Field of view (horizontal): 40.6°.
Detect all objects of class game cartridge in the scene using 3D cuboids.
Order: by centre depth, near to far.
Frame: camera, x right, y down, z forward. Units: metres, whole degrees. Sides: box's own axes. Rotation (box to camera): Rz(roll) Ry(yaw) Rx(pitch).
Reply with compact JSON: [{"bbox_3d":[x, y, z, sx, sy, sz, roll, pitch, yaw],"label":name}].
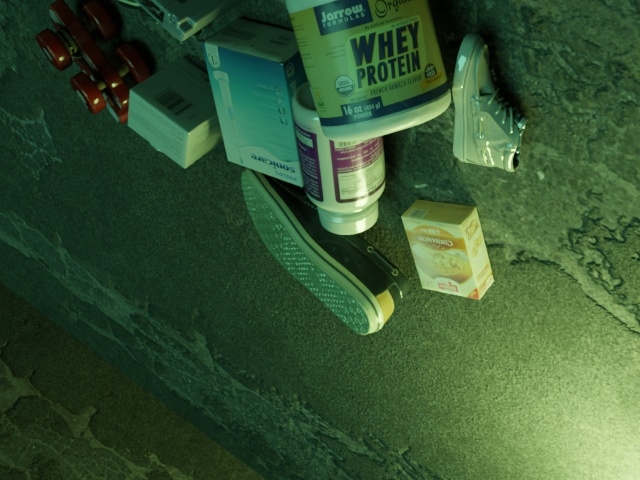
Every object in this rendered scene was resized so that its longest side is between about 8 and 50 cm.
[{"bbox_3d":[-0.301,-0.536,1.684,0.297,0.198,0.062,44,145,6],"label":"game cartridge"}]

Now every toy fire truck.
[{"bbox_3d":[-0.560,-0.432,2.119,0.302,0.169,0.254,53,164,-7],"label":"toy fire truck"}]

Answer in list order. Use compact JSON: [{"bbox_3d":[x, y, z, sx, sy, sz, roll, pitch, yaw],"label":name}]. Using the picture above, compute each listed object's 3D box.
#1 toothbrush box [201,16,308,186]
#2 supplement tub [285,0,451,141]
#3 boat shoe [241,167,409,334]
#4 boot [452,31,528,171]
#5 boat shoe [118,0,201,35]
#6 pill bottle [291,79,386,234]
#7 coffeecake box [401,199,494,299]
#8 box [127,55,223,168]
[{"bbox_3d":[-0.103,-0.284,1.789,0.216,0.126,0.296,21,137,32],"label":"toothbrush box"},{"bbox_3d":[0.073,-0.343,1.429,0.228,0.228,0.316,1,113,47],"label":"supplement tub"},{"bbox_3d":[0.000,0.000,1.950,0.500,0.156,0.187,44,152,26],"label":"boat shoe"},{"bbox_3d":[0.295,-0.230,1.468,0.123,0.095,0.258,18,143,24],"label":"boot"},{"bbox_3d":[-0.352,-0.499,1.879,0.233,0.084,0.079,21,138,28],"label":"boat shoe"},{"bbox_3d":[0.043,-0.164,1.717,0.169,0.169,0.302,22,138,31],"label":"pill bottle"},{"bbox_3d":[0.259,0.018,1.756,0.142,0.068,0.186,10,132,40],"label":"coffeecake box"},{"bbox_3d":[-0.307,-0.290,1.952,0.181,0.182,0.119,37,142,14],"label":"box"}]
